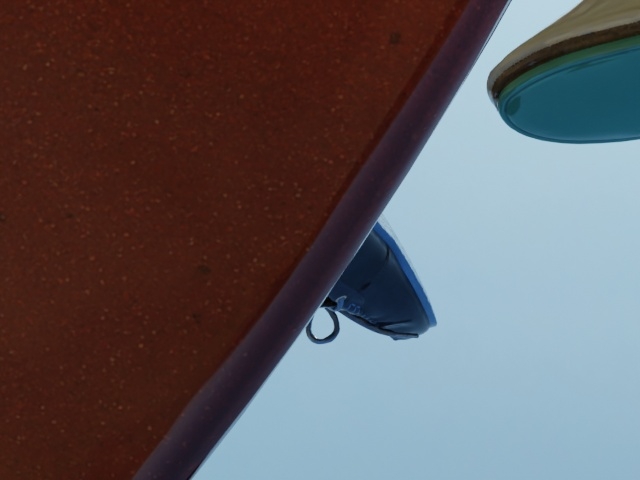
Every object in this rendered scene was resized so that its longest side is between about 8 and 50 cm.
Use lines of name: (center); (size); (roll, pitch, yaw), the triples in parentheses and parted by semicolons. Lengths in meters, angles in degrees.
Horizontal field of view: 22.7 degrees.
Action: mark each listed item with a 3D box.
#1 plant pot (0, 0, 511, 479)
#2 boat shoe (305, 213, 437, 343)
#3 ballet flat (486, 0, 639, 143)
plant pot: (-0.118, -0.034, 0.525); (0.267, 0.267, 0.235); (-159, -89, -82)
boat shoe: (0.000, 0.000, 1.082); (0.089, 0.258, 0.109); (-33, -131, 5)
ballet flat: (0.290, -0.157, 0.996); (0.400, 0.139, 0.139); (-12, -137, 38)
